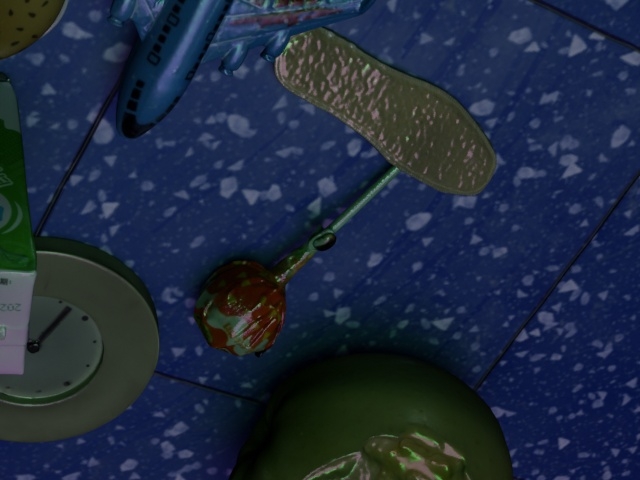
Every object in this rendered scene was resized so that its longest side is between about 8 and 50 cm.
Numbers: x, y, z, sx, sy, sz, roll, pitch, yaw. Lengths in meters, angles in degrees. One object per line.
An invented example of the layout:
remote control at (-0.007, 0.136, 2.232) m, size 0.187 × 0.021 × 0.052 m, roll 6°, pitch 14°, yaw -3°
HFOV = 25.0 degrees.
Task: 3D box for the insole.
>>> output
insole at (0.063, -0.113, 1.275) m, size 0.248 × 0.011 × 0.081 m, roll 29°, pitch 97°, yaw -28°

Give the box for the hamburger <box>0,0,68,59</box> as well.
hamburger at (-0.254, -0.209, 1.064) m, size 0.175 × 0.137 × 0.175 m, roll -9°, pitch 129°, yaw -11°

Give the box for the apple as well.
apple at (0.052, 0.237, 1.401) m, size 0.279 × 0.279 × 0.279 m, roll -7°, pitch 127°, yaw -9°

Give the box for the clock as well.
clock at (-0.269, 0.096, 1.357) m, size 0.235 × 0.029 × 0.235 m, roll -5°, pitch 126°, yaw -7°

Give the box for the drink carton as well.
drink carton at (-0.309, -0.022, 1.103) m, size 0.161 × 0.271 × 0.108 m, roll 2°, pitch 126°, yaw -17°

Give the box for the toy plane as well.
toy plane at (-0.094, -0.198, 1.130) m, size 0.254 × 0.105 × 0.271 m, roll 22°, pitch 119°, yaw -26°

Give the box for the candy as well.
candy at (0.001, 0.001, 1.334) m, size 0.287 × 0.078 × 0.084 m, roll -41°, pitch 122°, yaw 8°
